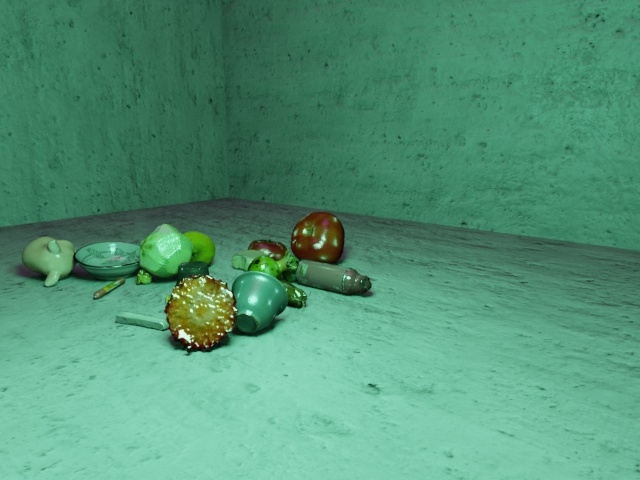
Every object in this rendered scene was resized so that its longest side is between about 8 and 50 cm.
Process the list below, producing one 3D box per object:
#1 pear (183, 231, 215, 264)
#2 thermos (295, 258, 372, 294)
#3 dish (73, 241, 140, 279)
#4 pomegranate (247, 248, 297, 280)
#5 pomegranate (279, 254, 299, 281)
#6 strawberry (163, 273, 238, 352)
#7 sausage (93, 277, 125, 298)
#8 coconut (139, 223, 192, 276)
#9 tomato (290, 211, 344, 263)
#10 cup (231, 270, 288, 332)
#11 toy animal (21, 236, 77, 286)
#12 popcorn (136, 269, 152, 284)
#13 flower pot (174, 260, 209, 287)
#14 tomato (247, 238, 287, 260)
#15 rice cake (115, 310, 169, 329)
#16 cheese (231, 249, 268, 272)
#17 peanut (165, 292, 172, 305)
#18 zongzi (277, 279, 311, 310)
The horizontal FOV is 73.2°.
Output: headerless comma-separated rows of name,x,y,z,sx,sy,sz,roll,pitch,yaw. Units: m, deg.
pear,-0.596,0.046,2.052,0.187,0.188,0.219,-2,-2,-12
thermos,0.062,0.165,1.780,0.330,0.136,0.109,9,43,32
dish,-0.929,0.104,1.935,0.316,0.106,0.316,7,17,-2
pomegranate,-0.207,0.112,1.773,0.220,0.156,0.156,-45,26,-9
pomegranate,-0.149,0.133,1.884,0.161,0.122,0.122,-34,25,-16
strawberry,-0.358,0.233,1.347,0.233,0.234,0.178,0,-14,-2
sausage,-0.856,0.192,1.754,0.029,0.030,0.223,2,13,4
coconut,-0.674,0.042,1.861,0.235,0.236,0.204,8,2,29
tomato,0.000,0.000,2.165,0.298,0.299,0.226,17,-19,49
cup,-0.218,0.221,1.399,0.198,0.199,0.150,3,31,10
toy animal,-1.178,0.084,1.908,0.256,0.195,0.213,5,4,26
popcorn,-0.758,0.160,1.840,0.083,0.068,0.059,-33,-3,13
flower pot,-0.530,0.147,1.798,0.157,0.107,0.157,0,11,0
tomato,-0.285,0.039,2.283,0.227,0.101,0.228,1,10,0
rice cake,-0.590,0.267,1.438,0.206,0.036,0.047,5,26,16
cheese,-0.296,0.111,2.012,0.163,0.082,0.286,-10,18,-35
peanut,-0.460,0.213,1.569,0.206,0.087,0.087,-6,14,-34
zongzi,-0.109,0.200,1.670,0.187,0.084,0.184,14,7,22
